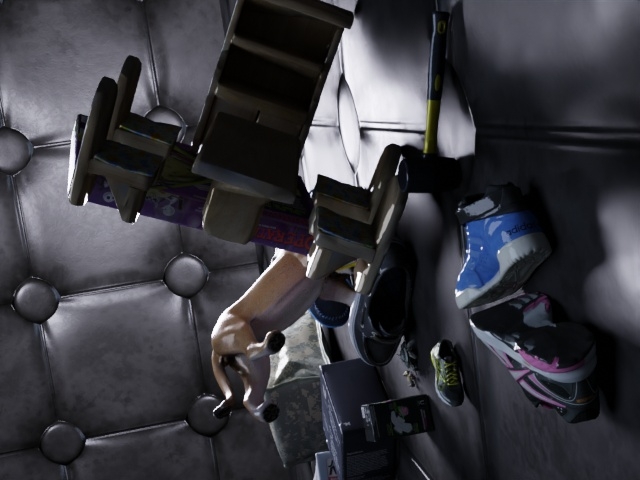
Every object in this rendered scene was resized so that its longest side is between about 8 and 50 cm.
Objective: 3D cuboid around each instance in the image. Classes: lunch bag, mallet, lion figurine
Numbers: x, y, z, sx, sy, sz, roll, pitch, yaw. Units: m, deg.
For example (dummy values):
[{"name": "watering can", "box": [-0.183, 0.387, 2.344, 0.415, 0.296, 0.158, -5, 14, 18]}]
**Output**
[{"name": "lunch bag", "box": [-0.049, 0.284, 2.002, 0.287, 0.168, 0.235, -105, 4, -56]}, {"name": "mallet", "box": [0.126, -0.138, 0.986, 0.039, 0.062, 0.190, -125, 42, -66]}, {"name": "lion figurine", "box": [-0.060, 0.095, 1.429, 0.240, 0.392, 0.142, 22, 146, 53]}]

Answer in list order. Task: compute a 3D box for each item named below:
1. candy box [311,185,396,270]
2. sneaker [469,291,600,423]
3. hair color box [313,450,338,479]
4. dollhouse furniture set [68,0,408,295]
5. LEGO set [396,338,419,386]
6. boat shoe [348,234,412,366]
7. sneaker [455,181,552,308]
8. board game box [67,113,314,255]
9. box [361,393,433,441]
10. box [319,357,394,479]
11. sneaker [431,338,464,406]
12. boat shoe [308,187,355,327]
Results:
[{"name": "candy box", "box": [0.038, -0.021, 1.377, 0.206, 0.105, 0.027, -116, 12, -62]}, {"name": "sneaker", "box": [0.178, 0.101, 0.795, 0.178, 0.071, 0.077, -114, 6, -76]}, {"name": "hair color box", "box": [0.067, 0.568, 1.650, 0.185, 0.113, 0.375, 94, 168, -61]}, {"name": "dollhouse furniture set", "box": [-0.072, -0.167, 1.210, 0.394, 0.362, 0.257, -90, 18, -68]}, {"name": "LEGO set", "box": [0.119, 0.170, 1.326, 0.054, 0.023, 0.083, -120, 23, -65]}, {"name": "boat shoe", "box": [0.090, 0.099, 1.300, 0.076, 0.080, 0.229, -109, 21, -51]}, {"name": "sneaker", "box": [0.152, 0.002, 0.861, 0.152, 0.058, 0.085, 112, 142, -64]}, {"name": "board game box", "box": [-0.173, -0.077, 1.323, 0.208, 0.346, 0.056, -120, 48, -64]}, {"name": "box", "box": [0.104, 0.243, 1.302, 0.062, 0.083, 0.052, 126, 136, -77]}, {"name": "box", "box": [0.061, 0.308, 1.594, 0.156, 0.093, 0.158, -111, 14, -51]}, {"name": "sneaker", "box": [0.148, 0.154, 1.115, 0.035, 0.031, 0.083, 96, 162, -56]}, {"name": "boat shoe", "box": [-0.003, 0.024, 1.666, 0.089, 0.108, 0.258, 106, 151, -61]}]
